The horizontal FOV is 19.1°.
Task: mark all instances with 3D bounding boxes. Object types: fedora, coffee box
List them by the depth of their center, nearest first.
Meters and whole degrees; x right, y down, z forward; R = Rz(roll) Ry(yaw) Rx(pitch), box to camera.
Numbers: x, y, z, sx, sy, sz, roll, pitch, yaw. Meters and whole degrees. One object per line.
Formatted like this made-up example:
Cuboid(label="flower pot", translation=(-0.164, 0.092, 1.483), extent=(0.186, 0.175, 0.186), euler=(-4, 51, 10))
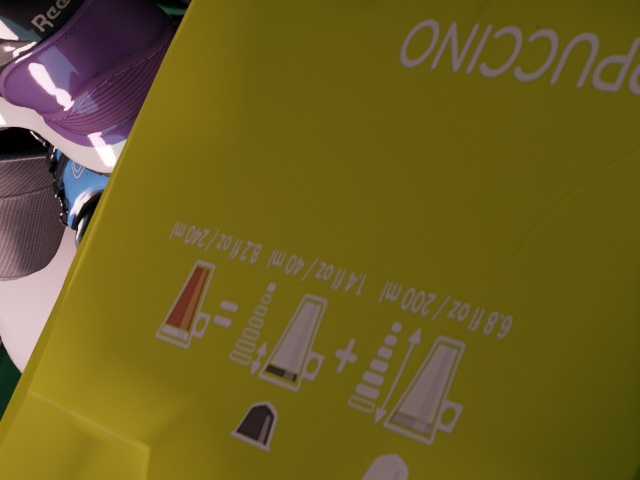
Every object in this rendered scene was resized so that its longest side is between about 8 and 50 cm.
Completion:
Cuboid(label="coffee box", translation=(0.108, 0.112, 0.607), extent=(0.334, 0.338, 0.338), euler=(27, 173, -32))
Cuboid(label="fedora", translation=(-0.262, -0.048, 1.319), extent=(0.275, 0.124, 0.244), euler=(15, -157, 18))

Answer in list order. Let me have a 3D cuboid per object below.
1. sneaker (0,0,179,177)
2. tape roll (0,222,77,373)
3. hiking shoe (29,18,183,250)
Cuboid(label="sneaker", translation=(-0.174, -0.121, 0.967), extent=(0.283, 0.107, 0.124), euler=(12, 153, 49))
Cuboid(label="tape roll", translation=(-0.159, 0.055, 1.762), extent=(0.246, 0.246, 0.169), euler=(26, 174, -31))
Cuboid(label="hiking shoe", translation=(-0.121, -0.056, 1.063), extent=(0.113, 0.132, 0.304), euler=(26, 174, -30))
